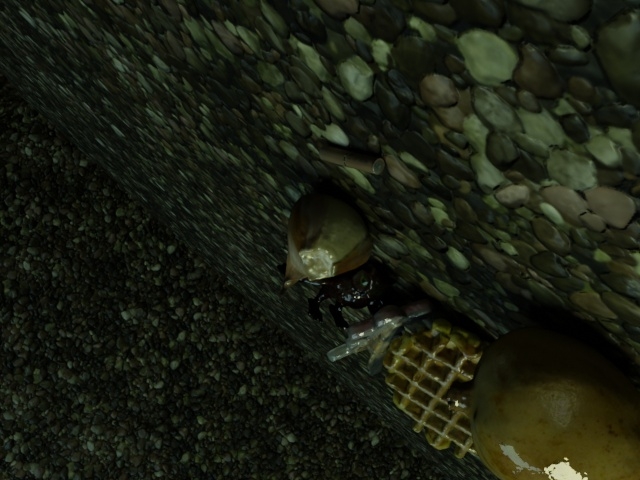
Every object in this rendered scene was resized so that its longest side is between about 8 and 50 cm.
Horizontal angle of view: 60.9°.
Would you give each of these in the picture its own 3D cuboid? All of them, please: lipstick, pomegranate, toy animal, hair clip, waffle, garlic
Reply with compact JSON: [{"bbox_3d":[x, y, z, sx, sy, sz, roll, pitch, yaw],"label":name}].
[{"bbox_3d":[0.033,-0.090,0.600,0.094,0.019,0.019,23,157,48],"label":"lipstick"},{"bbox_3d":[0.229,0.181,0.570,0.196,0.196,0.196,38,165,12],"label":"pomegranate"},{"bbox_3d":[0.045,0.064,0.897,0.218,0.116,0.179,27,140,-25],"label":"toy animal"},{"bbox_3d":[0.095,0.154,0.880,0.257,0.146,0.075,110,147,-57],"label":"hair clip"},{"bbox_3d":[0.212,0.224,0.798,0.248,0.056,0.253,-2,119,33],"label":"waffle"},{"bbox_3d":[0.009,0.004,0.756,0.115,0.128,0.207,-1,166,-13],"label":"garlic"}]
